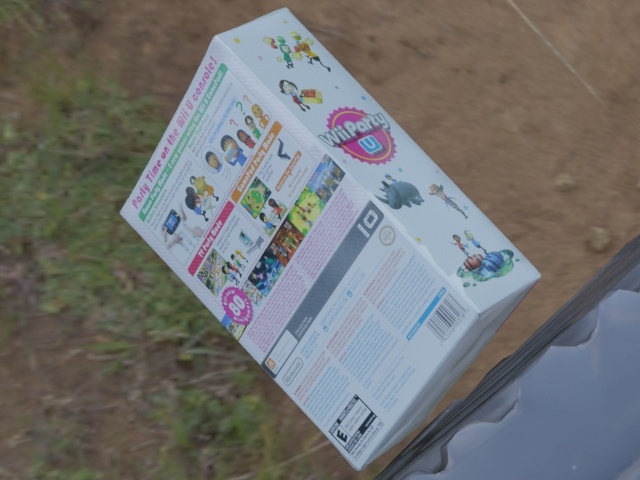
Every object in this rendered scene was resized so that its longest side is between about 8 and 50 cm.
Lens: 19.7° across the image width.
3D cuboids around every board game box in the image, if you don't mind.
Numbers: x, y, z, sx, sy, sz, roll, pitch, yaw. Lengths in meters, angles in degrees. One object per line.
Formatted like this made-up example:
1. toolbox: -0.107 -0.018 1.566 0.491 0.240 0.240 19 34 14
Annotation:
1. board game box: 0.000 0.000 1.477 0.303 0.097 0.224 47 133 13

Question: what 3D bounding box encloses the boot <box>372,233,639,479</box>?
1. boot: 0.137 0.233 0.349 0.367 0.146 0.445 -42 85 1
